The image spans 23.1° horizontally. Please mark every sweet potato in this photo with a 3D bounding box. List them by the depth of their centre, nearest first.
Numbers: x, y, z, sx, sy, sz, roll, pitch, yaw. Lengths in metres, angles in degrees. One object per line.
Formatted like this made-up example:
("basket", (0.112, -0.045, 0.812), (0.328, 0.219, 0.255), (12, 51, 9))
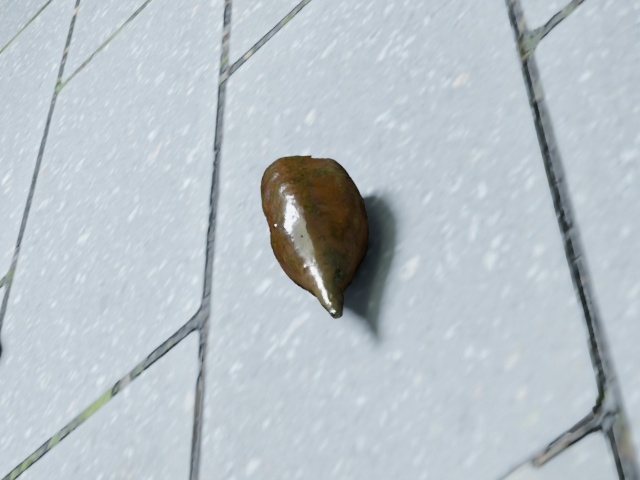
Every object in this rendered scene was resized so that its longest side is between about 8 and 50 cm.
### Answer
("sweet potato", (0.000, 0.000, 0.716), (0.049, 0.049, 0.117), (-43, 30, 19))
